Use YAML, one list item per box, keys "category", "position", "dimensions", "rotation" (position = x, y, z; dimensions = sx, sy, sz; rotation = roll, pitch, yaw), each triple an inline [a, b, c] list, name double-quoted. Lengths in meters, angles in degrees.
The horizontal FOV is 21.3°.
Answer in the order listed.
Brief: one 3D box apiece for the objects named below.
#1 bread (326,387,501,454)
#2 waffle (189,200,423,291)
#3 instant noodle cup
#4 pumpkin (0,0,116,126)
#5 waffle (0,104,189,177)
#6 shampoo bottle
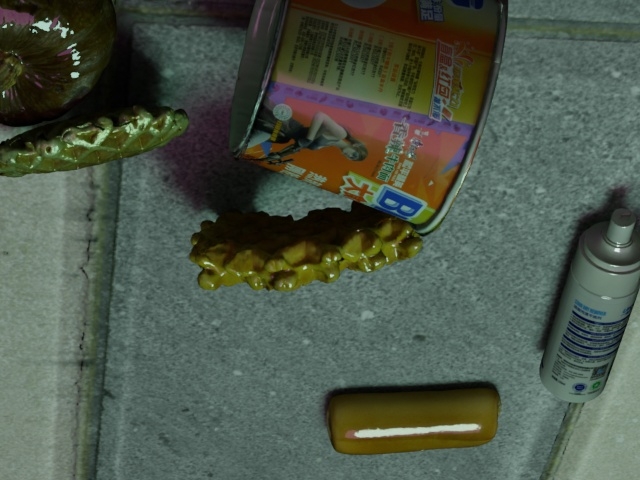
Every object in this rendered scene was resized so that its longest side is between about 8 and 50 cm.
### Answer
- category: "bread"
  position: [0.129, 0.245, 2.284]
  dimensions: [0.239, 0.074, 0.092]
  rotation: [-3, 132, -5]
- category: "waffle"
  position: [0.000, 0.000, 1.886]
  dimensions: [0.293, 0.260, 0.069]
  rotation: [-11, 104, 6]
- category: "instant noodle cup"
  position: [0.037, -0.166, 1.696]
  dimensions: [0.214, 0.296, 0.296]
  rotation: [13, 134, -11]
- category: "pumpkin"
  position: [-0.310, -0.204, 1.678]
  dimensions: [0.219, 0.162, 0.219]
  rotation: [-1, 139, -1]
- category: "waffle"
  position: [-0.243, -0.105, 1.787]
  dimensions: [0.214, 0.208, 0.054]
  rotation: [-14, 94, -8]
- category: "shampoo bottle"
  position: [0.344, 0.076, 2.121]
  dimensions: [0.092, 0.092, 0.303]
  rotation: [-1, 136, -7]
